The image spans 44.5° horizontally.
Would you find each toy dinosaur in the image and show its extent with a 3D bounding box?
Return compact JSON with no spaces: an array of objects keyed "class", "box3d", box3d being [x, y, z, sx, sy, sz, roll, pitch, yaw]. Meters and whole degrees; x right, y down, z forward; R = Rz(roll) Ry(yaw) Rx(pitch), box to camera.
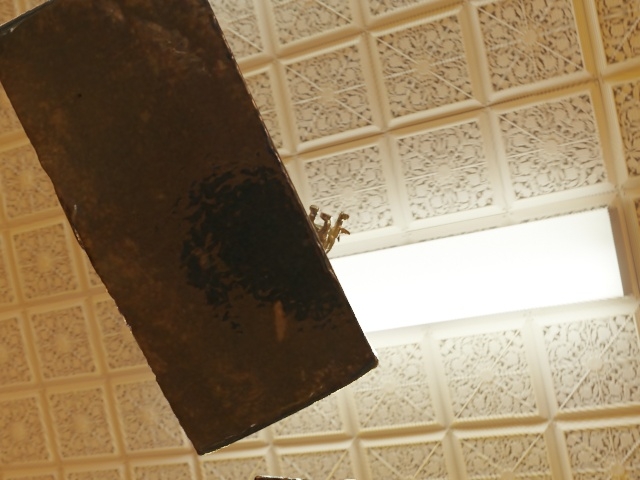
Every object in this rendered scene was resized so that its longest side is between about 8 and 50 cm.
[{"class":"toy dinosaur","box3d":[-0.002,-0.001,0.885,0.039,0.209,0.082,26,-80,13]}]

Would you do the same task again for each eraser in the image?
[{"class":"eraser","box3d":[-0.086,-0.021,0.518,0.144,0.042,0.312,-25,-81,-3]}]

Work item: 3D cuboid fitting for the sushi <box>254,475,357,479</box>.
[{"class":"sushi","box3d":[0.031,0.314,0.611,0.215,0.212,0.227,4,-115,11]}]
